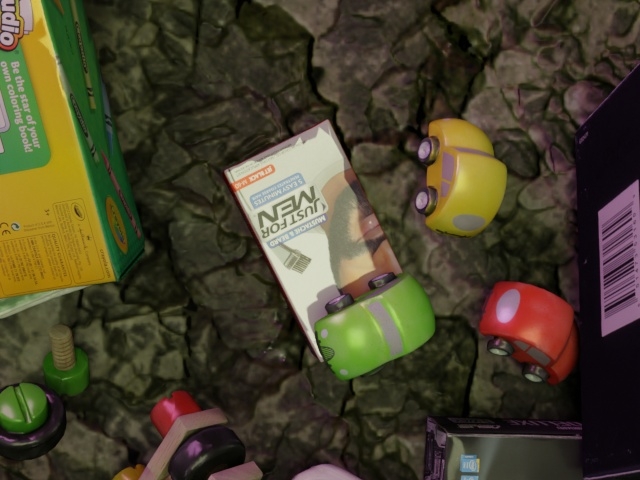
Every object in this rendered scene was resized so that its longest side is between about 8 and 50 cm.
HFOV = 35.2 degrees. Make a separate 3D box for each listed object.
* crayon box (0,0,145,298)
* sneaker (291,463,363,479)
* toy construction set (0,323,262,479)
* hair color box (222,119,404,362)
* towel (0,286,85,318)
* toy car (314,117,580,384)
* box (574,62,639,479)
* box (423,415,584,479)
[{"bbox_3d":[-0.238,-0.098,0.692,0.165,0.081,0.278,-9,106,8],"label":"crayon box"},{"bbox_3d":[-0.022,0.311,0.792,0.118,0.110,0.292,31,99,26],"label":"sneaker"},{"bbox_3d":[-0.132,0.269,0.723,0.309,0.237,0.257,23,45,15],"label":"toy construction set"},{"bbox_3d":[0.000,0.000,0.800,0.093,0.053,0.167,-28,96,-6],"label":"hair color box"},{"bbox_3d":[-0.234,-0.025,0.791,0.113,0.023,0.152,-21,92,-7],"label":"towel"},{"bbox_3d":[0.096,0.037,0.767,0.225,0.053,0.239,-28,94,-32],"label":"toy car"},{"bbox_3d":[0.358,0.037,0.742,0.294,0.183,0.296,6,72,-6],"label":"box"},{"bbox_3d":[0.202,0.302,0.818,0.242,0.076,0.307,4,91,-7],"label":"box"}]
